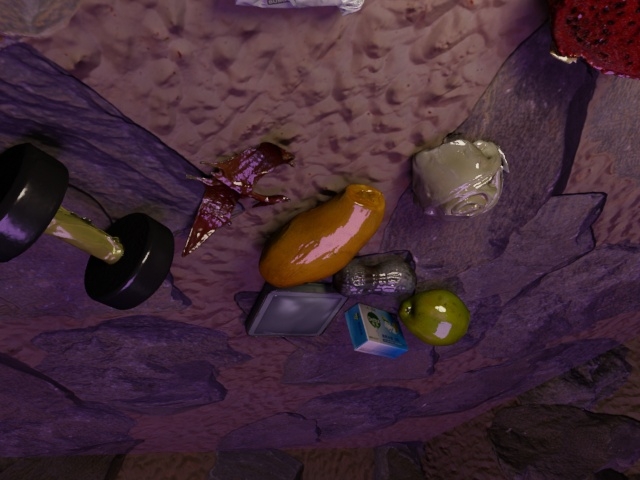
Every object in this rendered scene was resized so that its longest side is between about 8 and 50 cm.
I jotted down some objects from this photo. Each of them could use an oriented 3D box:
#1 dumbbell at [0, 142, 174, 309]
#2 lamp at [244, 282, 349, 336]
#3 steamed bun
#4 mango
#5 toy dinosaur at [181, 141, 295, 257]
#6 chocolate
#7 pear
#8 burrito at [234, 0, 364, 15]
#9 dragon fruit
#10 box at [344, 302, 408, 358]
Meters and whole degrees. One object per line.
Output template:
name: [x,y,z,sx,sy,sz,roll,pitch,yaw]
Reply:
dumbbell: [-0.459,-0.012,0.866,0.203,0.204,0.322,-28,140,19]
lamp: [-0.073,0.218,1.400,0.266,0.047,0.269,7,138,-23]
steamed bun: [0.314,-0.115,1.008,0.211,0.144,0.218,-12,143,-2]
mango: [0.004,0.001,1.068,0.359,0.144,0.187,-31,142,18]
toy dinosaur: [-0.178,-0.083,0.935,0.327,0.113,0.207,-20,142,12]
chocolate: [0.153,0.108,1.282,0.247,0.110,0.110,-2,141,-14]
pear: [0.358,0.240,1.458,0.219,0.188,0.187,22,134,-9]
burrito: [-0.033,-0.364,0.660,0.203,0.064,0.064,-1,141,-14]
dragon fruit: [0.462,-0.399,0.708,0.204,0.152,0.317,-3,156,21]
box: [0.183,0.298,1.501,0.194,0.139,0.073,21,130,-37]
